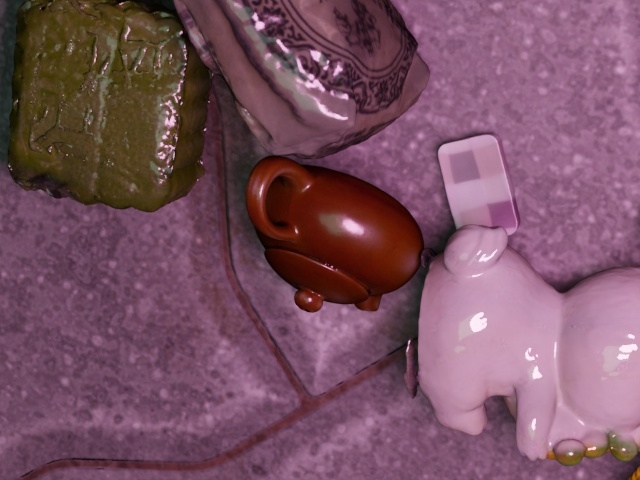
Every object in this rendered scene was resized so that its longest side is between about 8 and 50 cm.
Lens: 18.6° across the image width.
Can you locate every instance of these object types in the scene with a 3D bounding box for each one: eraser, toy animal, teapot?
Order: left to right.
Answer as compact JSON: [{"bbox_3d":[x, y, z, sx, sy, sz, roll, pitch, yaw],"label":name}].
[{"bbox_3d":[0.000,0.000,1.910,0.178,0.252,0.135,9,73,36],"label":"teapot"},{"bbox_3d":[0.160,-0.053,1.960,0.065,0.026,0.105,-14,95,15],"label":"eraser"},{"bbox_3d":[0.245,0.078,1.876,0.310,0.183,0.247,1,100,15],"label":"toy animal"}]

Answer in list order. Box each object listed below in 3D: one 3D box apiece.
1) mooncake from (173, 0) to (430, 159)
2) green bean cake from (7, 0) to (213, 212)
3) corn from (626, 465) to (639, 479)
[{"bbox_3d":[-0.013,-0.206,1.865,0.136,0.254,0.250,-30,93,30],"label":"mooncake"},{"bbox_3d":[-0.218,-0.146,2.004,0.200,0.113,0.214,12,102,16],"label":"green bean cake"},{"bbox_3d":[0.351,0.259,1.866,0.122,0.123,0.305,5,138,-23],"label":"corn"}]
